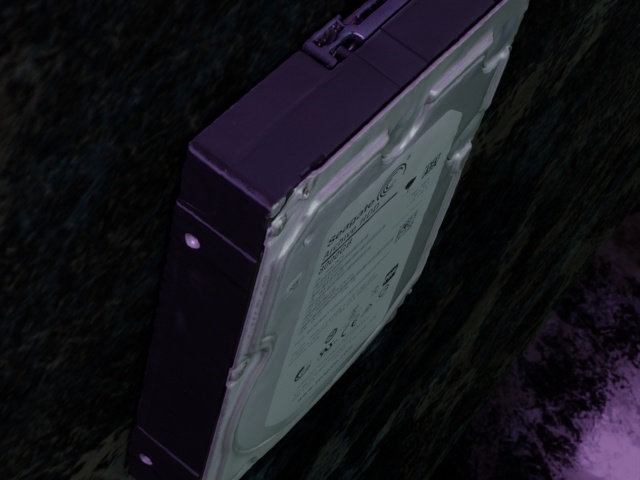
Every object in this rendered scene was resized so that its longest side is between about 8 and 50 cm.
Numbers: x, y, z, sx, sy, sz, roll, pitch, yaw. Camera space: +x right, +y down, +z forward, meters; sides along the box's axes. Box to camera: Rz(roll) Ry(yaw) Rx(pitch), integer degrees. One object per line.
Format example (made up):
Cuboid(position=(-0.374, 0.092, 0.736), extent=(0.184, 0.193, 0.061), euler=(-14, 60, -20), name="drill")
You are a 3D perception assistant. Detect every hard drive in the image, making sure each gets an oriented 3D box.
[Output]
Cuboid(position=(0.000, 0.000, 0.984), extent=(0.237, 0.064, 0.339), euler=(-44, 162, -34), name="hard drive")
